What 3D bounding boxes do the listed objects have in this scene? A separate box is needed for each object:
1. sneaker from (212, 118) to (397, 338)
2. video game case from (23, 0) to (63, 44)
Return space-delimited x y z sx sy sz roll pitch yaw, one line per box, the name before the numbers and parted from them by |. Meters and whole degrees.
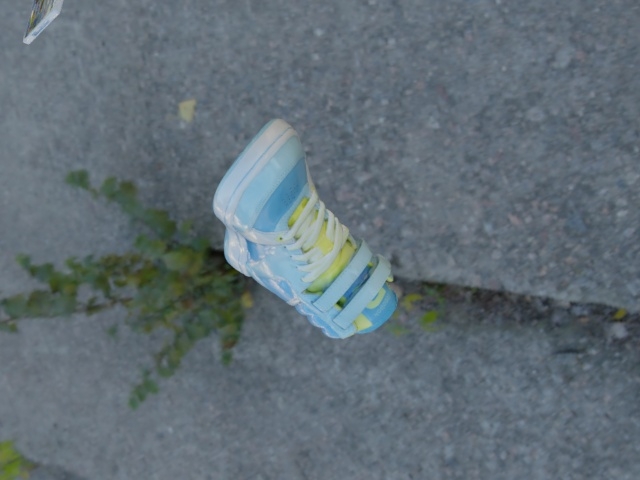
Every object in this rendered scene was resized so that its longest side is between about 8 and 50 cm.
sneaker | 0.000 0.000 1.121 0.208 0.127 0.319 36 166 10
video game case | -0.361 -0.319 1.378 0.122 0.011 0.087 -18 59 54
